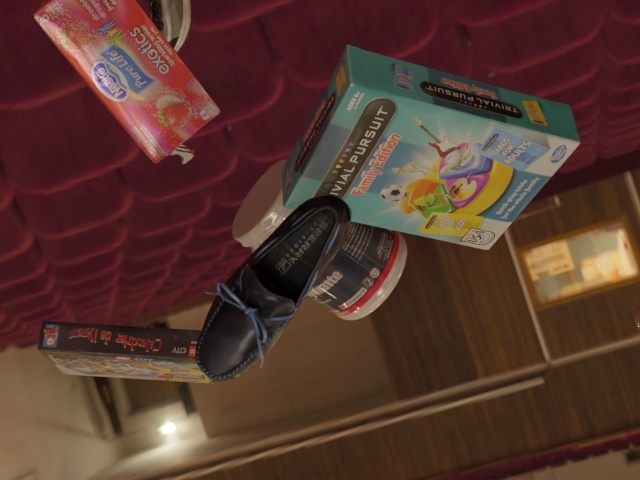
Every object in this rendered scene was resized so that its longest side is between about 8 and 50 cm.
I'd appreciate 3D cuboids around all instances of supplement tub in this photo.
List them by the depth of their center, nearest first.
[{"bbox_3d":[0.000,0.000,1.689,0.191,0.272,0.191,-45,-157,25],"label":"supplement tub"}]

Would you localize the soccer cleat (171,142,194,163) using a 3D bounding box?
[{"bbox_3d":[-0.256,-0.168,1.656,0.035,0.083,0.029,-52,-161,-10],"label":"soccer cleat"}]

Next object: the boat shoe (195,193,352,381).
[{"bbox_3d":[-0.066,0.049,1.092,0.258,0.109,0.089,-59,177,3],"label":"boat shoe"}]

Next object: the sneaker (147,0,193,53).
[{"bbox_3d":[-0.299,-0.473,1.818,0.108,0.271,0.100,1,-161,-38],"label":"sneaker"}]

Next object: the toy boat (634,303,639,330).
[{"bbox_3d":[0.641,0.151,1.572,0.151,0.231,0.151,-46,-148,18],"label":"toy boat"}]

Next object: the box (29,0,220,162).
[{"bbox_3d":[-0.269,-0.248,1.313,0.123,0.257,0.128,-39,-155,-4],"label":"box"}]

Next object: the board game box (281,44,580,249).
[{"bbox_3d":[0.145,-0.116,1.335,0.336,0.079,0.253,11,140,-18],"label":"board game box"}]

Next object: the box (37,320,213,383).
[{"bbox_3d":[-0.276,0.165,1.397,0.233,0.044,0.159,4,159,0],"label":"box"}]
